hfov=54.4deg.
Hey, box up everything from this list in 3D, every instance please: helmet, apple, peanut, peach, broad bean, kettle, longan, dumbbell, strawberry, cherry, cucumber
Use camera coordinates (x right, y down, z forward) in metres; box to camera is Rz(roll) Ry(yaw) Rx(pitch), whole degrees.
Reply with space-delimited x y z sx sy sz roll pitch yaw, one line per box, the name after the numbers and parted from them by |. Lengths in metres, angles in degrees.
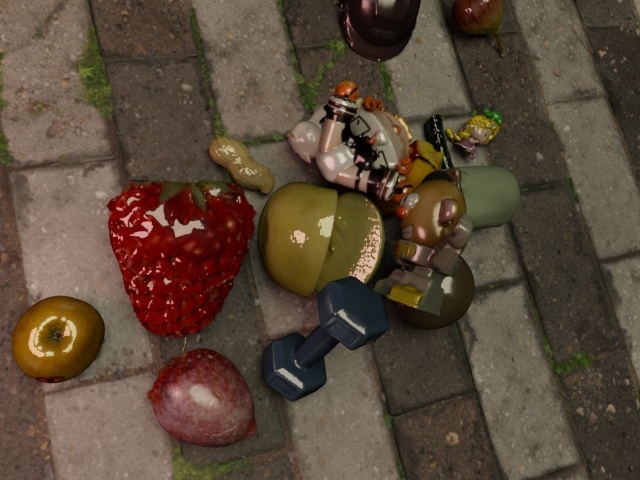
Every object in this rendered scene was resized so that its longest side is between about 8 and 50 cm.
0.180 -0.670 1.716 0.224 0.177 0.306 4 73 -18 | helmet
-0.535 0.200 1.271 0.182 0.155 0.183 4 73 -14 | apple
-0.190 -0.184 1.523 0.187 0.082 0.082 43 68 -2 | peanut
0.265 -0.187 1.645 0.151 0.118 0.151 30 45 -36 | peach
0.000 0.000 1.419 0.291 0.292 0.254 12 97 -14 | apple
0.141 -0.108 1.600 0.165 0.084 0.114 -26 91 -26 | broad bean
0.358 -0.084 1.587 0.255 0.240 0.165 -9 46 -43 | kettle
0.280 0.113 1.527 0.196 0.196 0.220 33 58 -6 | longan
0.005 0.216 1.343 0.156 0.316 0.144 -12 62 -47 | dumbbell
-0.297 0.043 1.338 0.317 0.295 0.345 -3 94 -54 | strawberry
-0.236 0.341 1.319 0.249 0.175 0.192 38 57 -7 | cherry
0.332 -0.241 1.713 0.058 0.052 0.215 -3 77 -47 | cucumber

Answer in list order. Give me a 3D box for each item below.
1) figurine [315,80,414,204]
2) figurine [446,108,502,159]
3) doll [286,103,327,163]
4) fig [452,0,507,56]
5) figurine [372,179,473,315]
0.108 -0.216 1.470 0.196 0.323 0.320 -28 90 22 | figurine
0.429 -0.314 1.744 0.115 0.095 0.156 40 85 19 | figurine
-0.006 -0.273 1.588 0.180 0.107 0.110 -42 92 -25 | doll
0.476 -0.654 1.844 0.143 0.231 0.160 15 63 34 | fig
0.230 0.007 1.351 0.167 0.342 0.285 21 90 -32 | figurine
